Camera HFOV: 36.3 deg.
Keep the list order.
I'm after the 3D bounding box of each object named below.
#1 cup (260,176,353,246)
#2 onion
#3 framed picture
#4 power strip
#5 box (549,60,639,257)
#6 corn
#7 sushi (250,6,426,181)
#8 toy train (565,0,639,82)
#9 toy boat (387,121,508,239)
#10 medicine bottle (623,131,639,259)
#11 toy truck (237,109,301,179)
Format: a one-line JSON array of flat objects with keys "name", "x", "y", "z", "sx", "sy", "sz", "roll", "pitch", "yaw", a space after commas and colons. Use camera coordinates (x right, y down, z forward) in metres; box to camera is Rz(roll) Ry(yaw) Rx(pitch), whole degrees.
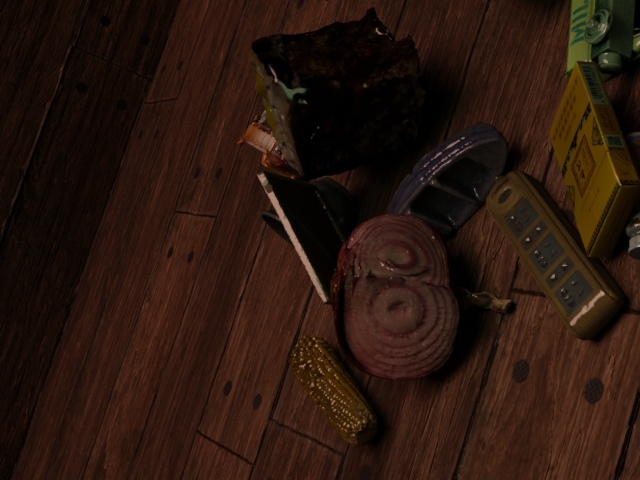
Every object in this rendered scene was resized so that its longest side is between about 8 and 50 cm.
[{"name": "cup", "x": -0.003, "y": -0.053, "z": 2.069, "sx": 0.150, "sy": 0.199, "sz": 0.199, "roll": -53, "pitch": 28, "yaw": -10}, {"name": "onion", "x": 0.130, "y": 0.092, "z": 1.695, "sx": 0.256, "sy": 0.273, "sz": 0.230, "roll": -58, "pitch": 16, "yaw": 23}, {"name": "framed picture", "x": 0.000, "y": 0.000, "z": 1.863, "sx": 0.020, "sy": 0.211, "sz": 0.289, "roll": -36, "pitch": 69, "yaw": 21}, {"name": "power strip", "x": 0.353, "y": 0.001, "z": 1.542, "sx": 0.092, "sy": 0.066, "sz": 0.387, "roll": -52, "pitch": 33, "yaw": 22}, {"name": "box", "x": 0.410, "y": -0.127, "z": 1.475, "sx": 0.153, "sy": 0.041, "sz": 0.278, "roll": 99, "pitch": 171, "yaw": -47}, {"name": "corn", "x": 0.023, "y": 0.282, "z": 1.870, "sx": 0.097, "sy": 0.097, "sz": 0.320, "roll": -61, "pitch": 31, "yaw": 12}, {"name": "sushi", "x": 0.035, "y": -0.283, "z": 1.944, "sx": 0.299, "sy": 0.294, "sz": 0.281, "roll": 87, "pitch": 161, "yaw": -61}, {"name": "toy train", "x": 0.456, "y": -0.372, "z": 1.590, "sx": 0.157, "sy": 0.105, "sz": 0.253, "roll": 150, "pitch": 133, "yaw": -63}, {"name": "toy boat", "x": 0.230, "y": -0.097, "z": 1.741, "sx": 0.283, "sy": 0.127, "sz": 0.078, "roll": -51, "pitch": 28, "yaw": 32}, {"name": "medicine bottle", "x": 0.465, "y": -0.067, "z": 1.416, "sx": 0.051, "sy": 0.051, "sz": 0.191, "roll": -28, "pitch": 50, "yaw": 48}, {"name": "toy truck", "x": -0.096, "y": -0.232, "z": 2.366, "sx": 0.135, "sy": 0.114, "sz": 0.270, "roll": -62, "pitch": 30, "yaw": 4}]
